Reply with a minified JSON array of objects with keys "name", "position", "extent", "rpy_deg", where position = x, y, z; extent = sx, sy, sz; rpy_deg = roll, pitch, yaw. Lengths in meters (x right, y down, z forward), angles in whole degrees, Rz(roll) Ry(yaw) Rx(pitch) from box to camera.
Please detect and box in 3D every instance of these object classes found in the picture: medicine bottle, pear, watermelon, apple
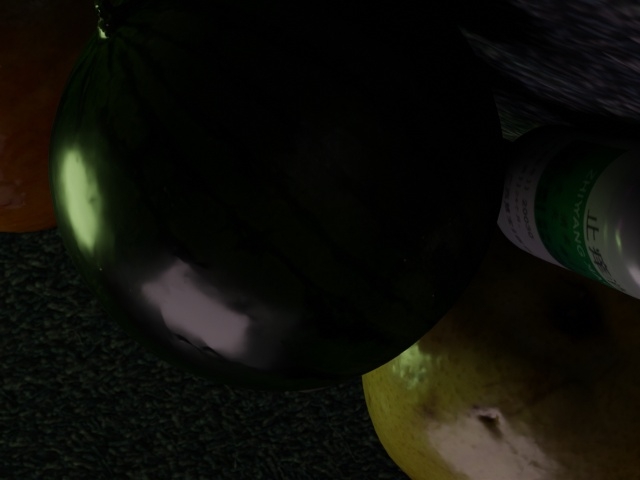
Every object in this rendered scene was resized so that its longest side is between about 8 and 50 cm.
[{"name":"medicine bottle","position":[0.188,-0.016,0.922],"extent":[0.095,0.095,0.260],"rpy_deg":[27,179,-17]},{"name":"pear","position":[0.178,0.090,1.182],"extent":[0.314,0.314,0.314],"rpy_deg":[27,-179,0]},{"name":"watermelon","position":[-0.024,-0.040,0.821],"extent":[0.242,0.242,0.242],"rpy_deg":[27,-179,0]},{"name":"apple","position":[-0.230,-0.141,1.117],"extent":[0.286,0.233,0.286],"rpy_deg":[44,180,0]}]

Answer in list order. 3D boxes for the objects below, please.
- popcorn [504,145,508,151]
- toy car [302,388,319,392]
[{"name":"popcorn","position":[0.114,-0.010,1.416],"extent":[0.235,0.181,0.217],"rpy_deg":[27,-179,-21]},{"name":"toy car","position":[0.000,0.000,1.038],"extent":[0.248,0.198,0.204],"rpy_deg":[-22,156,36]}]
